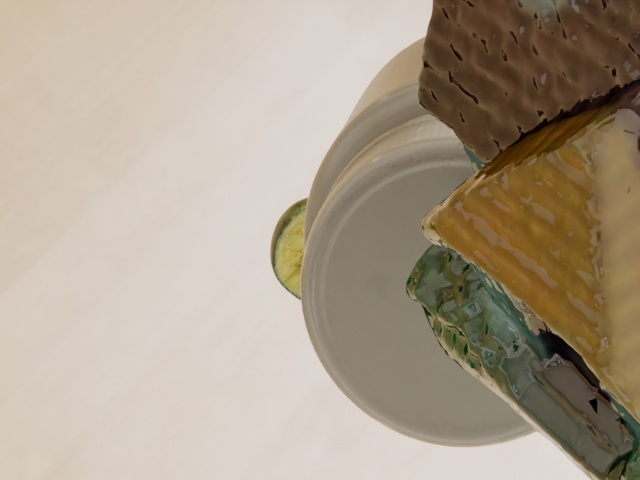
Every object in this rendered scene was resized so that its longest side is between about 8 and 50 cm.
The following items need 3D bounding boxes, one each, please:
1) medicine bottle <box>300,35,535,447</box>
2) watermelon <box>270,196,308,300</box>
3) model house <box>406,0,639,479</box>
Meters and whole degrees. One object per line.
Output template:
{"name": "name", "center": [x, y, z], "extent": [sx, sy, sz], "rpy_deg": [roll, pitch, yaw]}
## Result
{"name": "medicine bottle", "center": [0.098, -0.011, 1.171], "extent": [0.208, 0.208, 0.340], "rpy_deg": [44, 16, -5]}
{"name": "watermelon", "center": [0.000, 0.000, 1.734], "extent": [0.105, 0.105, 0.062], "rpy_deg": [16, 21, -26]}
{"name": "model house", "center": [0.152, -0.033, 0.728], "extent": [0.230, 0.249, 0.280], "rpy_deg": [-46, 54, -6]}
